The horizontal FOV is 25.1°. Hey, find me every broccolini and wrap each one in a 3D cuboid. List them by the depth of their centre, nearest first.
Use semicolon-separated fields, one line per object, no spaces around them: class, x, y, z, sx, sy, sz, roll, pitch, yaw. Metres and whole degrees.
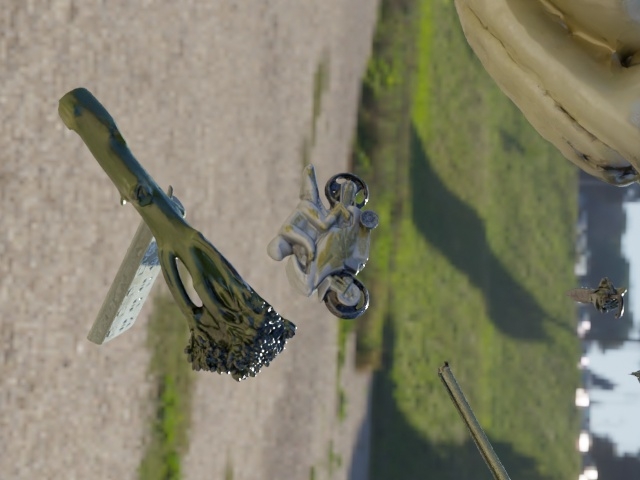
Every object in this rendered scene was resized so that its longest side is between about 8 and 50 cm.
broccolini;-0.102;-0.002;0.907;0.067;0.216;0.058;-31;162;-32

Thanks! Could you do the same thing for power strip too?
power strip;-0.211;0.032;1.673;0.060;0.027;0.252;-32;157;-51

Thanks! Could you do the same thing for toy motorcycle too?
toy motorcycle;0.000;0.000;1.994;0.074;0.151;0.228;117;-24;-65

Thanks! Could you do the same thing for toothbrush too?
toothbrush;0.174;0.235;1.301;0.026;0.028;0.294;3;-59;64

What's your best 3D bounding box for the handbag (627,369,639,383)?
handbag;0.340;0.094;0.994;0.144;0.221;0.057;-9;87;-58

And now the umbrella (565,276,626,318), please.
umbrella;0.336;0.062;1.751;0.269;0.044;0.044;-136;-130;-86

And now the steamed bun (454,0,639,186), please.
steamed bun;0.223;-0.199;0.907;0.346;0.394;0.237;-54;-147;-3
